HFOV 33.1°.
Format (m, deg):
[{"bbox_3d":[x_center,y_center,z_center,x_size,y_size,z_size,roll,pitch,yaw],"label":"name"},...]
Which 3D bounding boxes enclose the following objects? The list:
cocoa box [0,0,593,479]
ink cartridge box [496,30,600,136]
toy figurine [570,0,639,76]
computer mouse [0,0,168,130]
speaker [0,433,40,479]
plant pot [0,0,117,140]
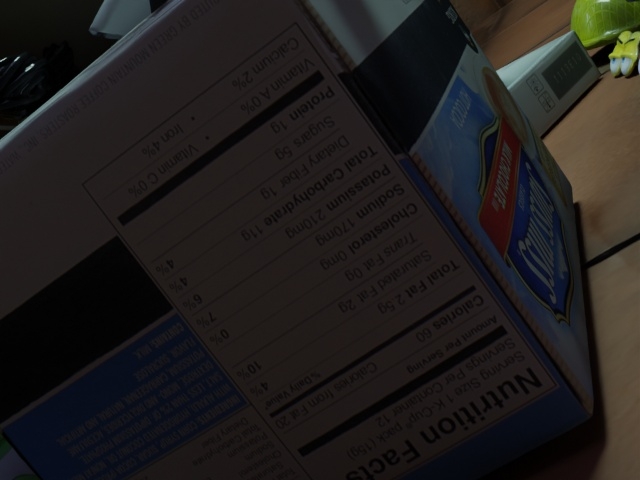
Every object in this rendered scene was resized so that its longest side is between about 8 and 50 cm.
[{"bbox_3d":[-0.012,-0.012,0.586,0.231,0.228,0.347,-34,8,20],"label":"cocoa box"},{"bbox_3d":[0.111,-0.078,1.042,0.275,0.060,0.239,-42,12,-36],"label":"ink cartridge box"},{"bbox_3d":[0.287,-0.293,0.977,0.191,0.217,0.362,-35,9,7],"label":"toy figurine"},{"bbox_3d":[-0.074,-0.119,0.482,0.193,0.042,0.106,-35,7,16],"label":"computer mouse"},{"bbox_3d":[-0.150,0.167,0.512,0.131,0.131,0.296,-33,9,18],"label":"speaker"},{"bbox_3d":[-0.192,-0.192,0.633,0.280,0.323,0.323,-21,8,-2],"label":"plant pot"}]
